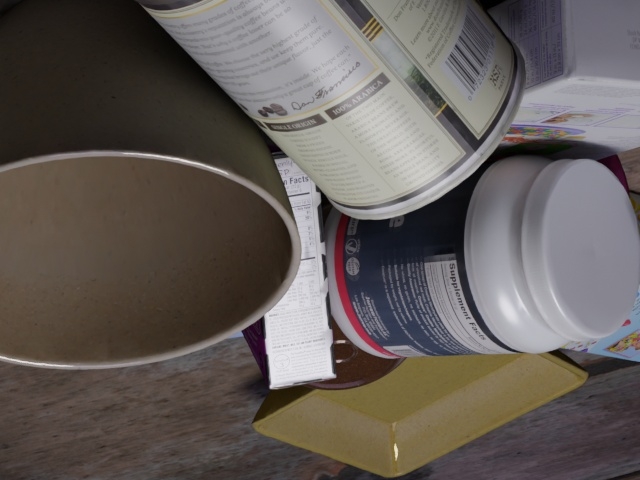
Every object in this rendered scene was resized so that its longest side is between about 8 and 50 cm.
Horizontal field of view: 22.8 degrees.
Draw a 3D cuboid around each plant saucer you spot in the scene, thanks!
[{"bbox_3d":[0.021,0.116,1.821,0.199,0.036,0.198,-4,138,-4],"label":"plant saucer"},{"bbox_3d":[0.125,0.176,2.039,0.333,0.081,0.333,-31,145,25],"label":"plant saucer"}]

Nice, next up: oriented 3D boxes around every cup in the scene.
[{"bbox_3d":[-0.193,-0.071,1.334,0.331,0.237,0.331,-6,147,-4],"label":"cup"}]

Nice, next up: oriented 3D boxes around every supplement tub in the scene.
[{"bbox_3d":[0.153,0.017,1.551,0.272,0.191,0.191,-6,161,42],"label":"supplement tub"}]

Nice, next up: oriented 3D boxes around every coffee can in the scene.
[{"bbox_3d":[0.003,-0.175,1.226,0.202,0.201,0.275,-29,127,22],"label":"coffee can"}]

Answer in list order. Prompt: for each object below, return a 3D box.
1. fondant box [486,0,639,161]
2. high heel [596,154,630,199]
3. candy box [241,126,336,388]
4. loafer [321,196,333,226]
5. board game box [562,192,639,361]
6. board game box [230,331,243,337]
[{"bbox_3d":[0.228,-0.144,1.427,0.238,0.096,0.330,1,171,-25],"label":"fondant box"},{"bbox_3d":[0.217,-0.029,1.680,0.082,0.117,0.244,3,176,-41],"label":"high heel"},{"bbox_3d":[-0.044,0.002,1.508,0.071,0.159,0.233,-9,112,-11],"label":"candy box"},{"bbox_3d":[0.000,0.000,1.692,0.269,0.101,0.092,-11,-168,-27],"label":"loafer"},{"bbox_3d":[0.321,0.034,1.834,0.275,0.142,0.144,12,140,-37],"label":"board game box"},{"bbox_3d":[-0.052,0.052,1.801,0.212,0.039,0.160,-6,148,-13],"label":"board game box"}]
